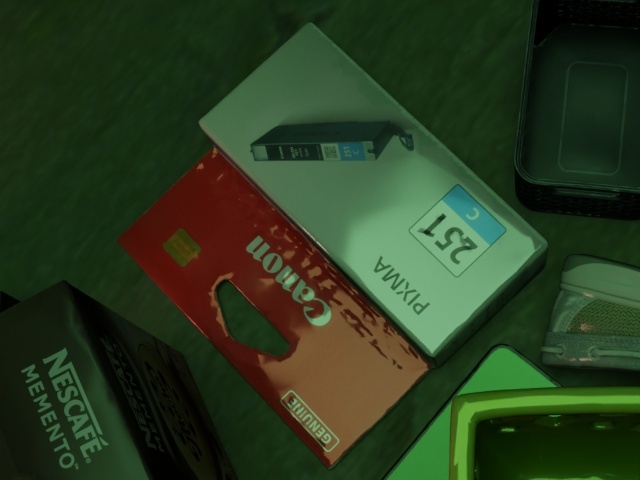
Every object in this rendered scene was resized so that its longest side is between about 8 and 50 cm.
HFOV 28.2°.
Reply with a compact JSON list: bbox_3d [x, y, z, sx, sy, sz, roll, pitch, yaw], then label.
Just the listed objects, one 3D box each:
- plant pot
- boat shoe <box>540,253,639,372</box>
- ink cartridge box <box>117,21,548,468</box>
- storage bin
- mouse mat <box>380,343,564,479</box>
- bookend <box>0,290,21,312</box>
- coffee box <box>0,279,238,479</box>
[{"bbox_3d":[0.208,0.230,0.922,0.227,0.207,0.228,-1,76,6],"label":"plant pot"},{"bbox_3d":[0.328,0.098,0.985,0.320,0.118,0.103,19,93,25],"label":"boat shoe"},{"bbox_3d":[0.000,0.000,1.098,0.261,0.066,0.296,-44,73,-5],"label":"ink cartridge box"},{"bbox_3d":[0.233,-0.117,1.081,0.122,0.084,0.180,6,77,11],"label":"storage bin"},{"bbox_3d":[0.148,0.198,1.051,0.153,0.007,0.189,39,83,16],"label":"mouse mat"},{"bbox_3d":[-0.333,0.081,1.085,0.157,0.156,0.072,-4,74,8],"label":"bookend"},{"bbox_3d":[-0.161,0.156,0.962,0.119,0.297,0.168,-27,73,2],"label":"coffee box"}]
